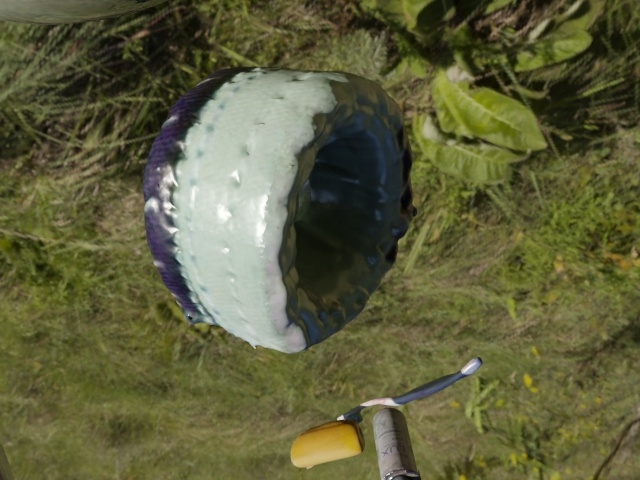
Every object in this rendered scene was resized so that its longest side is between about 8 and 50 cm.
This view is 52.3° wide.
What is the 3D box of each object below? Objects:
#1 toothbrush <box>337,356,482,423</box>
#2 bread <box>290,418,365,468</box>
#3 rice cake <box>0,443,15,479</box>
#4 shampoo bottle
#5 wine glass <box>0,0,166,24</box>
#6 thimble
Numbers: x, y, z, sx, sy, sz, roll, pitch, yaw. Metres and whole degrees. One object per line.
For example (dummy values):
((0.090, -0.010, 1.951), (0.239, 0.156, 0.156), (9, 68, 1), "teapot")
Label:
((0.119, 0.219, 0.924), (0.021, 0.269, 0.027), (-8, -111, -51), "toothbrush")
((0.011, 0.287, 0.935), (0.103, 0.049, 0.062), (-16, -172, 8), "bread")
((-0.293, 0.281, 0.600), (0.050, 0.106, 0.298), (-22, -138, -27), "rice cake")
((0.134, 0.385, 1.149), (0.072, 0.072, 0.214), (25, -160, -12), "shampoo bottle")
((-0.171, -0.234, 0.337), (0.238, 0.238, 0.323), (24, -177, -46), "wine glass")
((-0.031, -0.027, 0.555), (0.150, 0.237, 0.237), (15, 176, 33), "thimble")
